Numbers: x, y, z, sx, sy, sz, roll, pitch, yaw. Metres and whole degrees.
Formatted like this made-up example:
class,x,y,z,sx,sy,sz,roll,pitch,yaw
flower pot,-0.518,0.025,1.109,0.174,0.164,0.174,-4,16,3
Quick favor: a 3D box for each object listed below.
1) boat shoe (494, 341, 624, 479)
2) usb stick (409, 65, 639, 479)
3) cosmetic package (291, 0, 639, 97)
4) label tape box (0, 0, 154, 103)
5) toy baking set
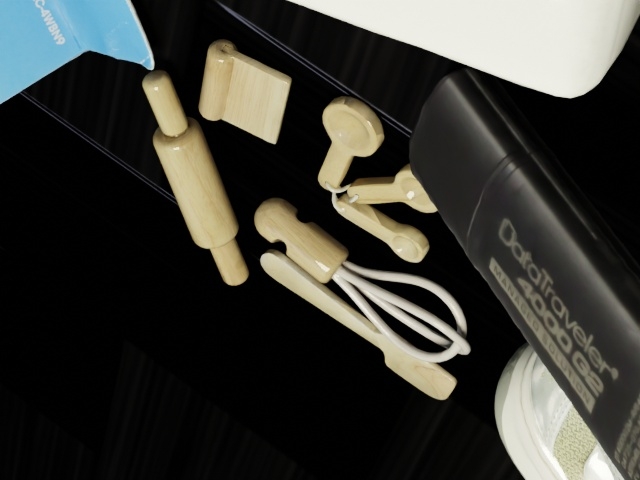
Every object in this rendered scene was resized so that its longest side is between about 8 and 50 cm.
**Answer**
class,x,y,z,sx,sy,sz,roll,pitch,yaw
boat shoe,0.226,0.167,1.013,0.320,0.118,0.103,50,152,-2
usb stick,0.117,0.024,0.889,0.278,0.045,0.077,58,144,40
cosmetic package,-0.008,-0.312,0.427,0.329,0.327,0.393,22,145,14
label tape box,-0.288,-0.186,1.124,0.348,0.115,0.249,12,139,41
toy baking set,-0.006,-0.003,1.127,0.197,0.030,0.256,18,142,32
